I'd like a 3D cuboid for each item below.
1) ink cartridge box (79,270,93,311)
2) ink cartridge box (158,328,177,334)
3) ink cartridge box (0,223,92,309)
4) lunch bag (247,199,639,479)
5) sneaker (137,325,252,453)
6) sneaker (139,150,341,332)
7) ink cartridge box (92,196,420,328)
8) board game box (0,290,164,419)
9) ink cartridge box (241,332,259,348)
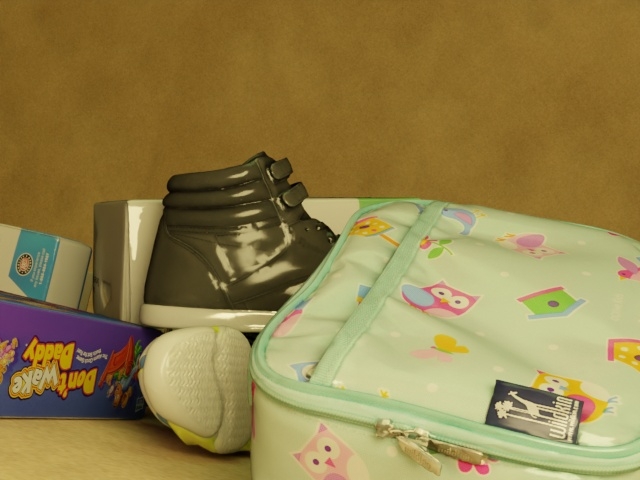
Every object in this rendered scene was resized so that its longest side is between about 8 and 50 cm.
[{"bbox_3d":[-0.589,0.072,1.788,0.307,0.129,0.223,11,-6,25],"label":"ink cartridge box"},{"bbox_3d":[-0.235,0.140,1.500,0.180,0.104,0.060,12,-4,2],"label":"ink cartridge box"},{"bbox_3d":[-0.346,0.050,1.040,0.190,0.139,0.082,12,-5,16],"label":"ink cartridge box"},{"bbox_3d":[0.084,0.069,0.595,0.224,0.108,0.279,14,26,15],"label":"lunch bag"},{"bbox_3d":[-0.099,0.120,0.792,0.126,0.091,0.240,-1,-18,24],"label":"sneaker"},{"bbox_3d":[0.000,0.000,0.857,0.296,0.147,0.104,1,1,-11],"label":"sneaker"},{"bbox_3d":[-0.071,0.018,1.026,0.289,0.121,0.211,-1,1,-21],"label":"ink cartridge box"},{"bbox_3d":[-0.300,0.063,0.741,0.233,0.078,0.347,11,-6,20],"label":"board game box"},{"bbox_3d":[-0.032,0.147,1.058,0.207,0.097,0.046,12,-6,14],"label":"ink cartridge box"}]
